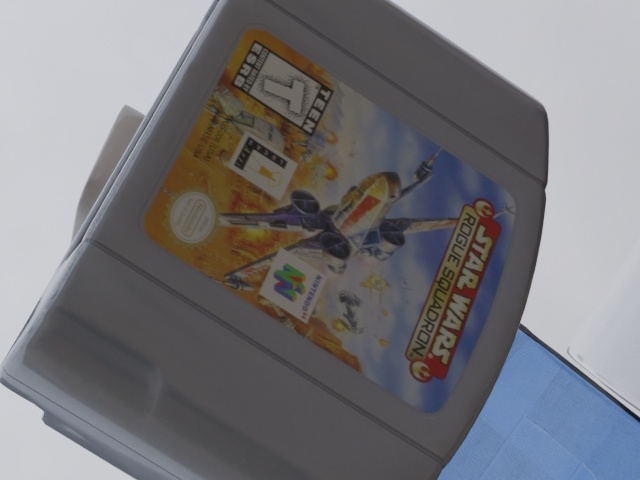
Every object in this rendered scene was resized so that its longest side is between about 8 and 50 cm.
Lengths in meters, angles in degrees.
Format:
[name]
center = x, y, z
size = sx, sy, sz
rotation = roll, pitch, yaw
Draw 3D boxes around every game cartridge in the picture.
[game cartridge]
center = 0.000, 0.000, 0.893
size = 0.062, 0.198, 0.297
rotation = -52, 11, 50

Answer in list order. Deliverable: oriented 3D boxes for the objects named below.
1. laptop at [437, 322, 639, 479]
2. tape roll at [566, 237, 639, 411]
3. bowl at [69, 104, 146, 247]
[laptop]
center = 0.074, 0.267, 1.136
size = 0.382, 0.236, 0.408
rotation = -56, -10, 6
[tape roll]
center = 0.289, 0.104, 1.162
size = 0.100, 0.286, 0.286
rotation = -57, -31, 4
[bowl]
center = -0.174, -0.028, 1.693
size = 0.142, 0.053, 0.142
rotation = -70, -1, -46
